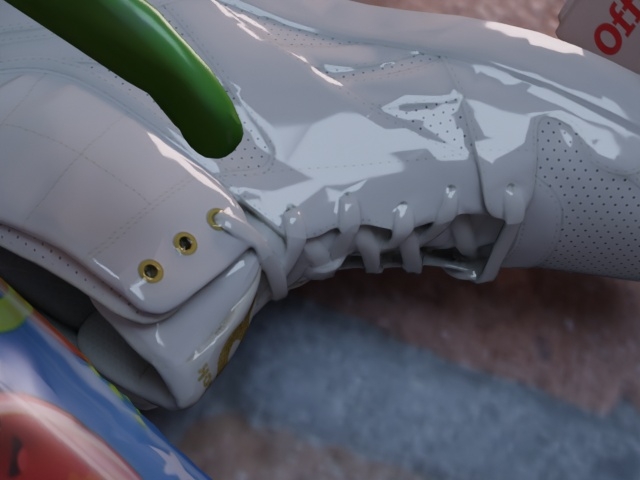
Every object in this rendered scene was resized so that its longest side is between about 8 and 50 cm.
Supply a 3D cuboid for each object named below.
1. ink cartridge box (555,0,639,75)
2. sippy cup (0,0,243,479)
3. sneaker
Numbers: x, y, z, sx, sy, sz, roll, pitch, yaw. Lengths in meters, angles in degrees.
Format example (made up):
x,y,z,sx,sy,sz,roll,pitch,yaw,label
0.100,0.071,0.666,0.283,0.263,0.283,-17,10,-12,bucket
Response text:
x,y,z,sx,sy,sz,roll,pitch,yaw,label
0.236,-0.074,0.593,0.100,0.172,0.237,-34,74,-33,ink cartridge box
-0.142,0.081,0.345,0.224,0.305,0.240,37,25,-8,sippy cup
0.000,0.000,0.513,0.293,0.108,0.169,16,56,3,sneaker
